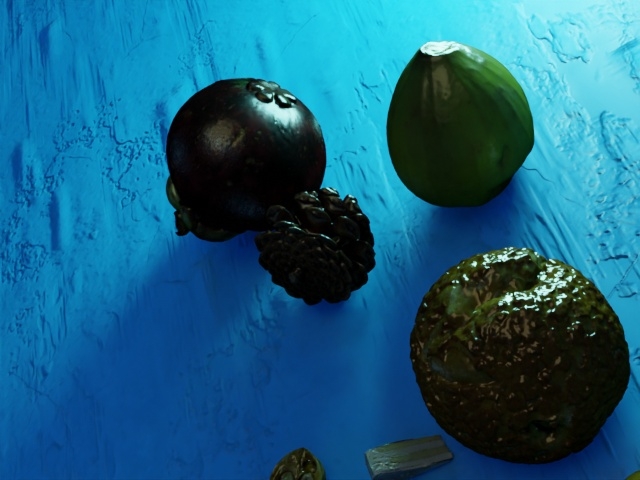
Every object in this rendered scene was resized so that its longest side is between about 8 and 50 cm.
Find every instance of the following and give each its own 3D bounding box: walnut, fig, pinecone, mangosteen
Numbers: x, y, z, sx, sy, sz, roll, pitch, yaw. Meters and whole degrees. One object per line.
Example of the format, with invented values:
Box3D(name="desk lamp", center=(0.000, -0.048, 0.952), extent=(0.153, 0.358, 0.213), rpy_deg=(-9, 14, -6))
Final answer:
Box3D(name="walnut", center=(-0.030, 0.370, 1.419), extent=(0.091, 0.052, 0.121), rpy_deg=(-4, 55, 32))
Box3D(name="fig", center=(0.212, -0.189, 1.523), extent=(0.239, 0.271, 0.239), rpy_deg=(-19, 37, 15))
Box3D(name="pinecone", center=(0.000, 0.000, 1.577), extent=(0.208, 0.208, 0.207), rpy_deg=(-16, 51, 21))
Box3D(name="mangosteen", center=(-0.139, -0.139, 1.704), extent=(0.311, 0.311, 0.311), rpy_deg=(-16, 51, 21))

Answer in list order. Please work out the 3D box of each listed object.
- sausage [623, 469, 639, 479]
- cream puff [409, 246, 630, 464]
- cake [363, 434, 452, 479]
Box3D(name="sausage", center=(0.319, 0.415, 1.133), extent=(0.328, 0.112, 0.112), rpy_deg=(-48, 47, -7))
Box3D(name="cream puff", center=(0.253, 0.141, 1.301), extent=(0.303, 0.212, 0.303), rpy_deg=(-21, 47, 24))
Box3D(name="cake", center=(0.126, 0.315, 1.380), extent=(0.121, 0.065, 0.052), rpy_deg=(-13, 48, -5))
